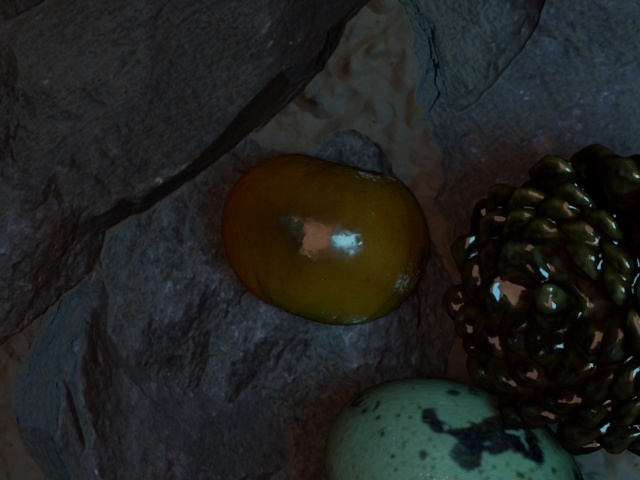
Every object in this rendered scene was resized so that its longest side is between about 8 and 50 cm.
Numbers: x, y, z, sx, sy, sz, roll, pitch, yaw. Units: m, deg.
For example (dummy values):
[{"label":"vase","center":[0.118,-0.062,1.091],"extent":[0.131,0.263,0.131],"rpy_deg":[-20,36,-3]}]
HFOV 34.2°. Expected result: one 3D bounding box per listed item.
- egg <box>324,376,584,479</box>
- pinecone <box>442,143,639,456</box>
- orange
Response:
[{"label":"egg","center":[0.178,0.336,1.417],"extent":[0.379,0.288,0.287],"rpy_deg":[20,96,35]},{"label":"pinecone","center":[0.365,0.075,1.313],"extent":[0.398,0.398,0.397],"rpy_deg":[-1,88,22]},{"label":"orange","center":[0.002,-0.003,1.602],"extent":[0.310,0.274,0.274],"rpy_deg":[19,96,-10]}]
